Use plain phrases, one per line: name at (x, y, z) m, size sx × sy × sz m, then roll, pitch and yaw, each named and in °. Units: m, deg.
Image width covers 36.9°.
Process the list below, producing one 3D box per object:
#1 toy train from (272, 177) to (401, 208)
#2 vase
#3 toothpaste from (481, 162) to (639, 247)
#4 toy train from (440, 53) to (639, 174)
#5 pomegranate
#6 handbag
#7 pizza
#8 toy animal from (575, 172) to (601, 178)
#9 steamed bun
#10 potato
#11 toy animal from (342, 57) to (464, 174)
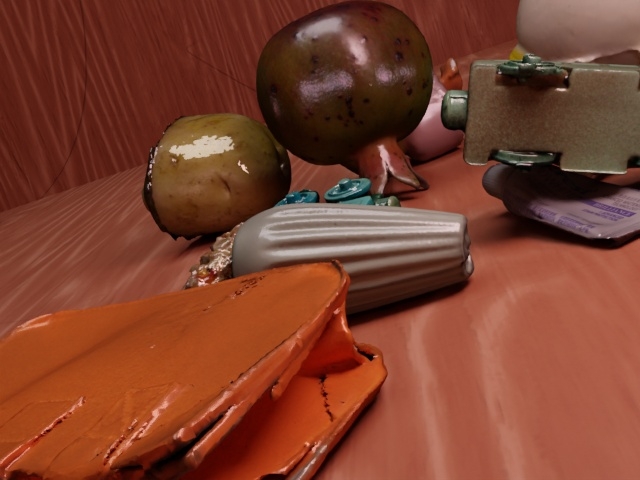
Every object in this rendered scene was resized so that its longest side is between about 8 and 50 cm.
toy train at (0.000, 0.000, 1.174) m, size 0.198 × 0.107 × 0.154 m, roll -13°, pitch 22°, yaw 26°
vase at (0.035, 0.018, 1.010) m, size 0.248 × 0.128 × 0.128 m, roll -6°, pitch 16°, yaw 16°
toothpaste at (0.274, -0.046, 1.075) m, size 0.099 × 0.068 × 0.282 m, roll -50°, pitch 26°, yaw -7°
toy train at (0.300, -0.141, 1.072) m, size 0.326 × 0.129 × 0.159 m, roll 4°, pitch 12°, yaw 10°
pomegranate at (0.059, -0.218, 1.525) m, size 0.291 × 0.323 × 0.291 m, roll -30°, pitch 11°, yaw 6°
handbag at (-0.170, 0.147, 0.798) m, size 0.410 × 0.116 × 0.303 m, roll -12°, pitch 18°, yaw 33°
pizza at (-0.141, 0.075, 1.081) m, size 0.185 × 0.052 × 0.195 m, roll -51°, pitch 17°, yaw 27°
toy animal at (0.334, -0.103, 1.213) m, size 0.083 × 0.060 × 0.081 m, roll -18°, pitch 53°, yaw 3°
steamed bun at (0.453, -0.306, 1.316) m, size 0.334 × 0.334 × 0.374 m, roll -27°, pitch 16°, yaw -31°
potato at (-0.161, -0.119, 1.683) m, size 0.242 × 0.242 × 0.285 m, roll -14°, pitch 7°, yaw 21°
toy animal at (0.129, -0.200, 1.711) m, size 0.281 × 0.195 × 0.169 m, roll -17°, pitch 52°, yaw -6°
